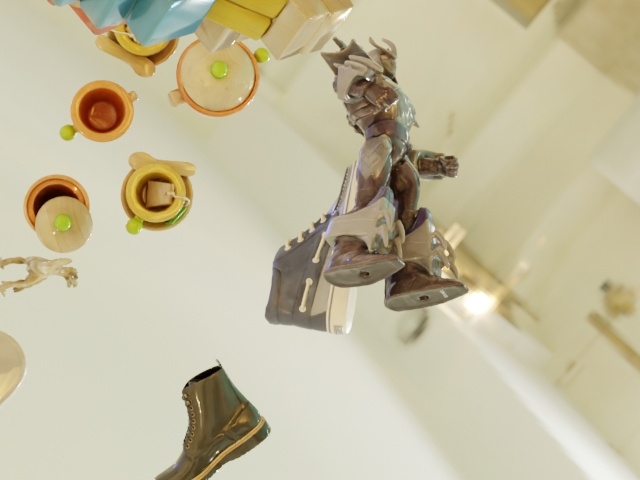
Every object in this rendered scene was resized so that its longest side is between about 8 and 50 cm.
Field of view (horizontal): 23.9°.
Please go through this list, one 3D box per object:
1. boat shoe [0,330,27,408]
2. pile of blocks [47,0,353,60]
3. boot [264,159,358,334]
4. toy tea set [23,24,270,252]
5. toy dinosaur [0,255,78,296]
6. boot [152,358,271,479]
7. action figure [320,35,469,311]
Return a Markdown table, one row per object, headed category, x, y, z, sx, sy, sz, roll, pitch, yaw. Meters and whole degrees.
| category | x | y | z | sx | sy | sz | roll | pitch | yaw |
| --- | --- | --- | --- | --- | --- | --- | --- | --- | --- |
| boat shoe | -0.384 | 0.164 | 1.355 | 0.096 | 0.268 | 0.088 | 56 | 172 | 10 |
| pile of blocks | -0.166 | -0.171 | 0.872 | 0.362 | 0.112 | 0.149 | 26 | -132 | -14 |
| boot | 0.000 | 0.000 | 1.517 | 0.086 | 0.190 | 0.069 | 6 | 155 | 11 |
| toy tea set | -0.206 | -0.126 | 1.727 | 0.200 | 0.336 | 0.124 | 26 | 172 | -4 |
| toy dinosaur | -0.362 | 0.035 | 1.914 | 0.183 | 0.093 | 0.053 | 36 | -140 | -81 |
| boot | -0.190 | 0.276 | 2.196 | 0.137 | 0.198 | 0.077 | 58 | 169 | -16 |
| action figure | 0.066 | -0.076 | 1.415 | 0.185 | 0.099 | 0.285 | 34 | -136 | -43 |
